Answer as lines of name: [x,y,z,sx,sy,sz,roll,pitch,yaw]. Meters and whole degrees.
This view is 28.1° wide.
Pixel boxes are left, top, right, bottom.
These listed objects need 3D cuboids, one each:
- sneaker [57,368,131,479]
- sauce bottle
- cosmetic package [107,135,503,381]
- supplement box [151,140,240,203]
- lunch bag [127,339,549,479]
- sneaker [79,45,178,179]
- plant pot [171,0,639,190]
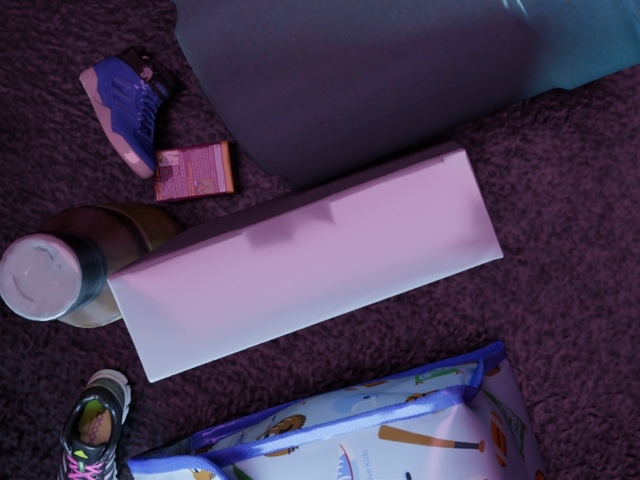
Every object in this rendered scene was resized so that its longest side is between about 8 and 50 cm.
sneaker: [-0.237,0.217,1.298,0.063,0.075,0.170,14,93,5]
sauce bottle: [-0.203,0.021,1.157,0.111,0.344,0.111,0,93,7]
cosmetic package: [0.000,0.000,1.118,0.284,0.377,0.097,-22,94,6]
supplement box: [-0.127,-0.068,1.298,0.083,0.043,0.055,-7,90,5]
lunch bag: [0.024,0.310,1.203,0.386,0.239,0.327,-17,90,22]
sneaker: [-0.177,-0.135,1.274,0.085,0.058,0.152,-32,54,3]
plant pot: [0.064,-0.224,1.078,0.334,0.341,0.341,-26,88,14]
